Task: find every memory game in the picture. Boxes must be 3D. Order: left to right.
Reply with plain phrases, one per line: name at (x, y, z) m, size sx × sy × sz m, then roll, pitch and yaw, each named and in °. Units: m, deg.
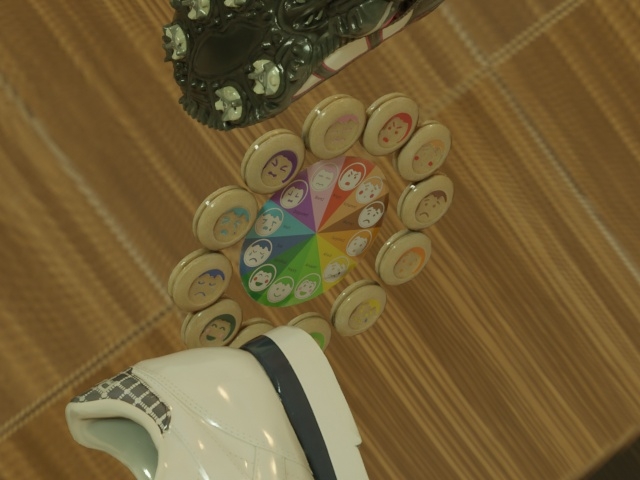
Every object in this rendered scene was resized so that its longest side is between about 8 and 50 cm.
memory game at (0.000, 0.000, 0.979) m, size 0.186 × 0.012 × 0.186 m, roll -25°, pitch 138°, yaw -25°

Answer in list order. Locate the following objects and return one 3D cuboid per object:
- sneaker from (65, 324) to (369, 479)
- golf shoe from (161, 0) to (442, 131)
sneaker at (-0.015, 0.141, 0.649) m, size 0.094 × 0.090 × 0.235 m, roll -11°, pitch 54°, yaw -23°
golf shoe at (0.006, -0.143, 1.133) m, size 0.120 × 0.273 × 0.105 m, roll -14°, pitch 84°, yaw -42°
